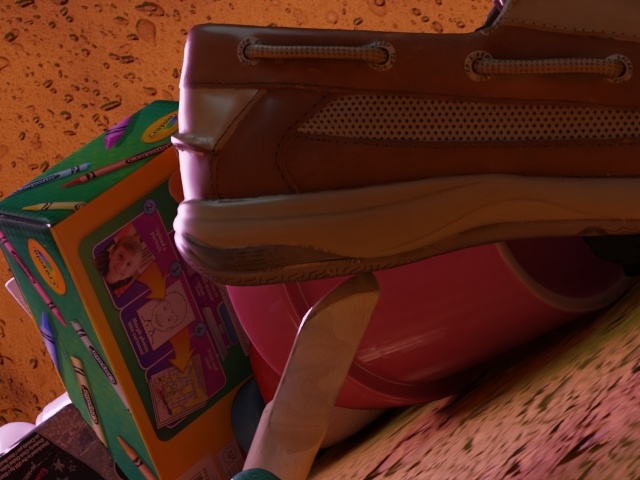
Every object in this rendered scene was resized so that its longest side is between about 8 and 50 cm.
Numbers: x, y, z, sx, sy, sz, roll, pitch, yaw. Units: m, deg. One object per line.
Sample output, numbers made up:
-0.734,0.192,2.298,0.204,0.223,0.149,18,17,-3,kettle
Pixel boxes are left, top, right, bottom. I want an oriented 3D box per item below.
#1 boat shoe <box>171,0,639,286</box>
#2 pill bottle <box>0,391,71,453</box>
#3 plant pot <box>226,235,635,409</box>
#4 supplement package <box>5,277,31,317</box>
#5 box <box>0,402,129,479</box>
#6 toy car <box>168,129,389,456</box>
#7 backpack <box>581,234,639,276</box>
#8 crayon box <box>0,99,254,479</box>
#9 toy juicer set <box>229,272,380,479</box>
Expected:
0.098,-0.060,0.713,0.324,0.116,0.123,-8,4,-2,boat shoe
-0.274,0.260,1.588,0.283,0.161,0.161,-38,0,8,pill bottle
0.072,-0.012,1.016,0.201,0.201,0.180,-38,16,-36,plant pot
-0.126,0.092,1.521,0.139,0.244,0.134,-39,0,-4,supplement package
-0.226,0.238,1.276,0.163,0.142,0.247,-37,1,-34,box
0.000,0.000,1.258,0.210,0.238,0.219,-38,1,-36,toy car
0.204,-0.078,0.926,0.182,0.115,0.152,-34,-5,-43,backpack
-0.106,0.060,1.323,0.081,0.278,0.165,9,37,46,crayon box
-0.076,0.170,0.776,0.329,0.089,0.209,-41,-17,-9,toy juicer set
